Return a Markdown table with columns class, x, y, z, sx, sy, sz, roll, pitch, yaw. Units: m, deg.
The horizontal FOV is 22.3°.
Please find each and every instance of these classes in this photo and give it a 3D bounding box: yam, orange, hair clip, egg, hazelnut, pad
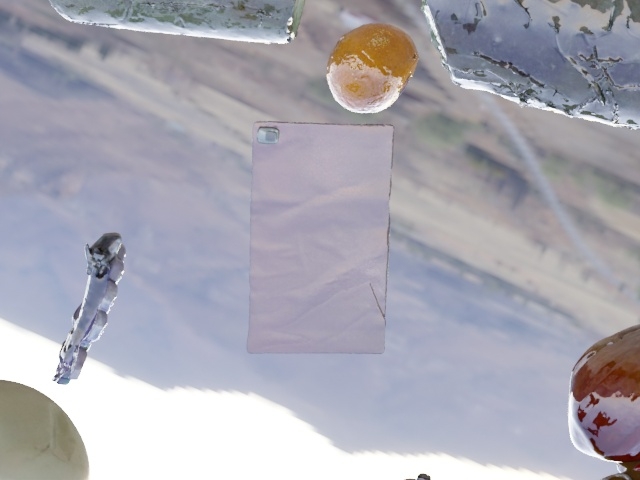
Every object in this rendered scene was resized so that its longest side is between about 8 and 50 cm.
| class | x | y | z | sx | sy | sz | roll | pitch | yaw |
| --- | --- | --- | --- | --- | --- | --- | --- | --- | --- |
| yam | 0.236 | -0.217 | 1.551 | 0.271 | 0.201 | 0.202 | 19 | 179 | 2 |
| orange | 0.068 | -0.242 | 2.262 | 0.117 | 0.135 | 0.135 | 25 | 178 | 5 |
| hair clip | -0.278 | 0.081 | 1.906 | 0.052 | 0.195 | 0.124 | 21 | -174 | -13 |
| egg | -0.409 | 0.284 | 2.038 | 0.219 | 0.219 | 0.269 | 23 | 166 | 35 |
| hazelnut | 0.424 | 0.197 | 2.187 | 0.181 | 0.181 | 0.212 | 3 | -168 | 3 |
| pad | 0.000 | 0.000 | 1.281 | 0.113 | 0.188 | 0.006 | 1 | -168 | -8 |
| yam | -0.153 | -0.316 | 1.874 | 0.304 | 0.168 | 0.168 | 7 | 175 | 10 |

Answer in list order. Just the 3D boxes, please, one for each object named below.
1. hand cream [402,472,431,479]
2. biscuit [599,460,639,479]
| class | x | y | z | sx | sy | sz | roll | pitch | yaw |
| --- | --- | --- | --- | --- | --- | --- | --- | --- | --- |
| hand cream | 0.101 | 0.388 | 1.935 | 0.075 | 0.248 | 0.052 | 22 | -155 | 30 |
| biscuit | 0.456 | 0.310 | 2.179 | 0.205 | 0.031 | 0.138 | -21 | -158 | -17 |
